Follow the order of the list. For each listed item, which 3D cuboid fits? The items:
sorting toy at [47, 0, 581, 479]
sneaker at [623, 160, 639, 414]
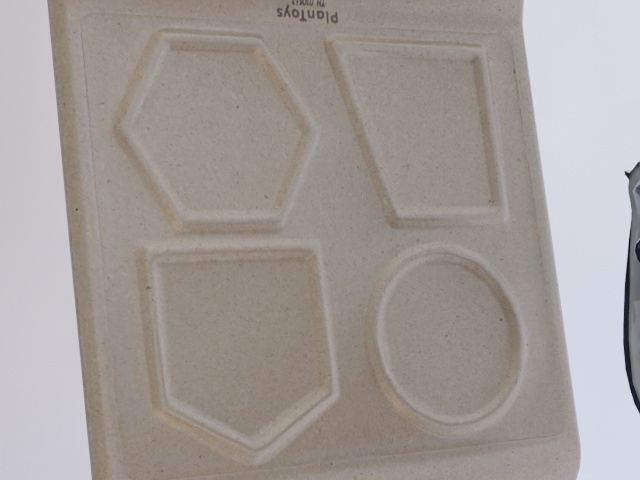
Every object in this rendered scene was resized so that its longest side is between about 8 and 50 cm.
[{"bbox_3d":[0.000,0.000,0.563,0.038,0.193,0.208,-12,-99,59],"label":"sorting toy"},{"bbox_3d":[0.178,-0.019,0.379,0.282,0.153,0.099,123,-44,-55],"label":"sneaker"}]
